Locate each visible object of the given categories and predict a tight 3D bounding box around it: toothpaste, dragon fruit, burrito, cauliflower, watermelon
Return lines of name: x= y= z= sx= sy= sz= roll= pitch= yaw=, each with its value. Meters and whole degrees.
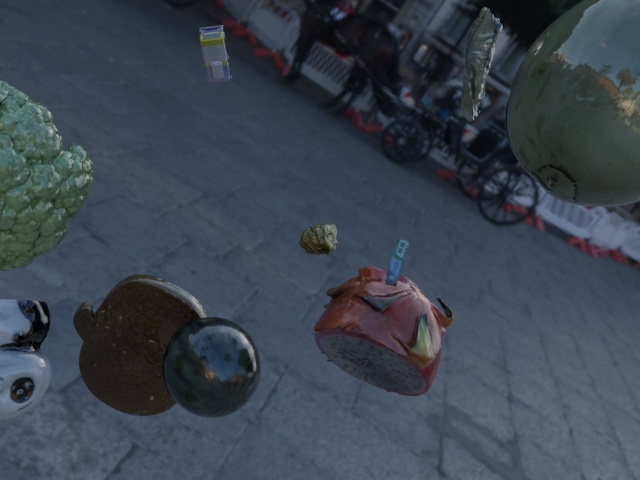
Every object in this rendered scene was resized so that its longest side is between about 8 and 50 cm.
toothpaste: x=0.132 y=0.038 z=1.351 sx=0.020 sy=0.083 sz=0.017 roll=12 pitch=-22 yaw=17
dragon fruit: x=0.128 y=0.178 z=1.618 sx=0.291 sy=0.189 sz=0.290 roll=19 pitch=-29 yaw=11
burrito: x=0.327 y=-0.360 z=1.597 sx=0.063 sy=0.229 sz=0.058 roll=-1 pitch=20 yaw=-18
cauliflower: x=-0.452 y=-0.098 z=1.018 sx=0.272 sy=0.275 sz=0.250 roll=33 pitch=21 yaw=-56
watermelon: x=-0.229 y=0.264 z=1.633 sx=0.212 sy=0.212 sz=0.212 roll=31 pitch=16 yaw=-10

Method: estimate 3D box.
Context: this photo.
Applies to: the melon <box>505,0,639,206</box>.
melon: x=0.397 y=-0.189 z=1.035 sx=0.268 sy=0.330 sz=0.268 roll=44 pitch=-10 yaw=10

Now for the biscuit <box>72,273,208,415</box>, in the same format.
biscuit: x=-0.424 y=0.239 z=1.802 sx=0.314 sy=0.367 sz=0.063 roll=28 pitch=23 yaw=-5

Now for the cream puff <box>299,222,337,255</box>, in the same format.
cream puff: x=0.000 y=0.000 z=1.626 sx=0.058 sy=0.083 sz=0.083 roll=61 pitch=5 yaw=31

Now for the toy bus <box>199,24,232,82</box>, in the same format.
toy bus: x=-0.202 y=-0.356 z=1.501 sx=0.052 sy=0.102 sz=0.058 roll=-7 pitch=44 yaw=-3

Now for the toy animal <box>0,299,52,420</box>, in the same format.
toy animal: x=-0.609 y=0.226 z=1.486 sx=0.187 sy=0.235 sz=0.165 roll=1 pitch=-15 yaw=-13
